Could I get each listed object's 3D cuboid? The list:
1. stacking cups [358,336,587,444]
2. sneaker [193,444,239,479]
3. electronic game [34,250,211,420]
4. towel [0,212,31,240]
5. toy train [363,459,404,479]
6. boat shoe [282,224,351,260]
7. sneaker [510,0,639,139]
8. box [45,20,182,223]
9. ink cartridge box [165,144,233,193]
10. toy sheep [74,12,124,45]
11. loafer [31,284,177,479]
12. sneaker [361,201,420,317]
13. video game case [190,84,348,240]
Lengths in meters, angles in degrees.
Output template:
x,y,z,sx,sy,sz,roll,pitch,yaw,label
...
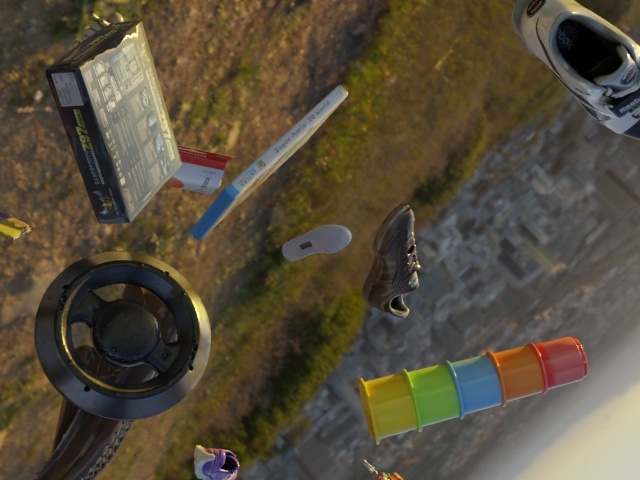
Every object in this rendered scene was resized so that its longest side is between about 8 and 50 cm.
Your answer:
x,y,z,sx,sy,sz,roll,pitch,yaw,label
0.214,0.196,1.236,0.316,0.096,0.096,-16,157,-5,stacking cups
-0.176,0.412,1.576,0.071,0.068,0.170,-3,157,9,sneaker
-0.254,0.120,1.142,0.229,0.229,0.048,-29,171,-33,electronic game
-0.478,-0.026,1.300,0.060,0.083,0.009,-65,179,-69,towel
0.156,0.513,1.854,0.046,0.125,0.166,-38,-162,-9,toy train
0.000,0.000,1.067,0.100,0.035,0.035,-20,-172,36,boat shoe
0.418,-0.227,1.244,0.122,0.330,0.146,-55,-162,17,sneaker
-0.281,-0.167,1.229,0.183,0.059,0.233,-62,146,-53,box
-0.240,-0.126,1.538,0.145,0.045,0.179,11,173,-17,ink cartridge box
-0.421,-0.380,1.688,0.132,0.091,0.091,-55,160,3,toy sheep
-0.327,0.217,1.315,0.366,0.130,0.134,-60,178,-21,loafer
0.110,0.029,1.184,0.066,0.071,0.188,-42,156,-36,sneaker
-0.050,-0.073,0.835,0.166,0.015,0.119,-46,-176,-29,video game case
